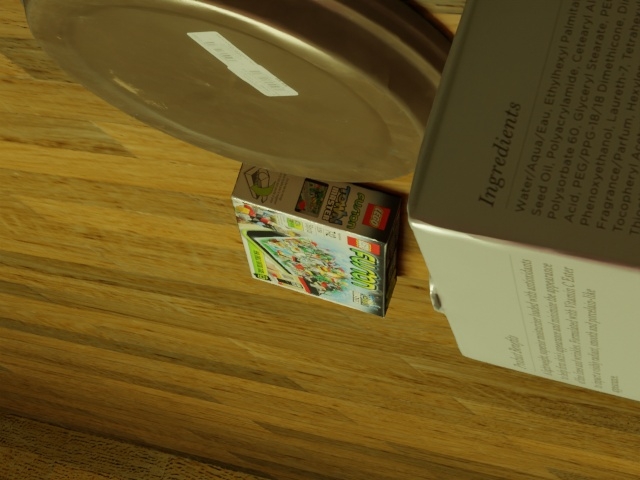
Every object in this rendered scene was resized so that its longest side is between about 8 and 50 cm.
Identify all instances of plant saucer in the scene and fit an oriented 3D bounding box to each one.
[{"bbox_3d":[-0.048,-0.100,0.917,0.278,0.041,0.278,18,164,5],"label":"plant saucer"}]

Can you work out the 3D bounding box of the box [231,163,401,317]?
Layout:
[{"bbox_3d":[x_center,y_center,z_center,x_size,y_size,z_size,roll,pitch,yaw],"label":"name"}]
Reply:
[{"bbox_3d":[0.000,0.000,1.207,0.114,0.036,0.207,17,165,7],"label":"box"}]

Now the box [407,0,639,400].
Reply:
[{"bbox_3d":[0.121,-0.047,0.627,0.119,0.182,0.181,13,164,15],"label":"box"}]
